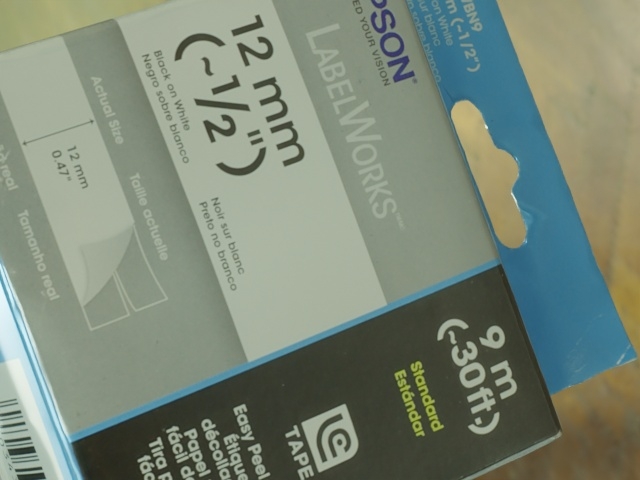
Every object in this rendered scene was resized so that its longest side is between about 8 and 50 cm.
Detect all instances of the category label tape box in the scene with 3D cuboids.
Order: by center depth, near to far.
[{"bbox_3d":[0.000,0.000,0.897,0.115,0.347,0.249,-17,93,64],"label":"label tape box"}]
